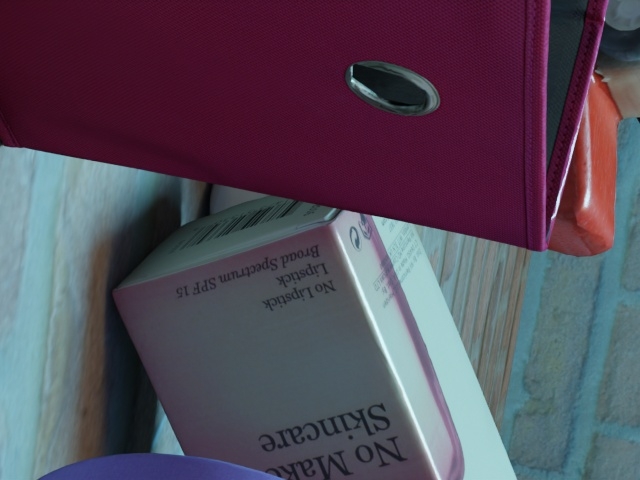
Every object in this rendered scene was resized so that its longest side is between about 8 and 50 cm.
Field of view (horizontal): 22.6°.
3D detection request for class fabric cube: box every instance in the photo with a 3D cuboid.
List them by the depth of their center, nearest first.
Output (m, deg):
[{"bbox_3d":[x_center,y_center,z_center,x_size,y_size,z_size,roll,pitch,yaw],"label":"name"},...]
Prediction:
[{"bbox_3d":[-0.006,-0.179,0.654,0.254,0.258,0.259,77,27,-63],"label":"fabric cube"}]

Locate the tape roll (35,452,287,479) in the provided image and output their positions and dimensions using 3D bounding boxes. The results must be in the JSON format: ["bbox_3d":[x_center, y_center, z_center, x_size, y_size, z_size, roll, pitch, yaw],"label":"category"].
[{"bbox_3d":[-0.052,0.230,0.762,0.090,0.275,0.275,-64,160,-49],"label":"tape roll"}]

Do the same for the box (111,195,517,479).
[{"bbox_3d":[0.002,0.091,0.959,0.232,0.148,0.127,67,23,-12],"label":"box"}]

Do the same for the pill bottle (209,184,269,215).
[{"bbox_3d":[0.000,0.000,1.136,0.215,0.117,0.117,57,46,-72],"label":"pill bottle"}]

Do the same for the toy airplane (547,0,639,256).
[{"bbox_3d":[0.076,-0.190,1.104,0.386,0.272,0.384,59,14,-13],"label":"toy airplane"}]
